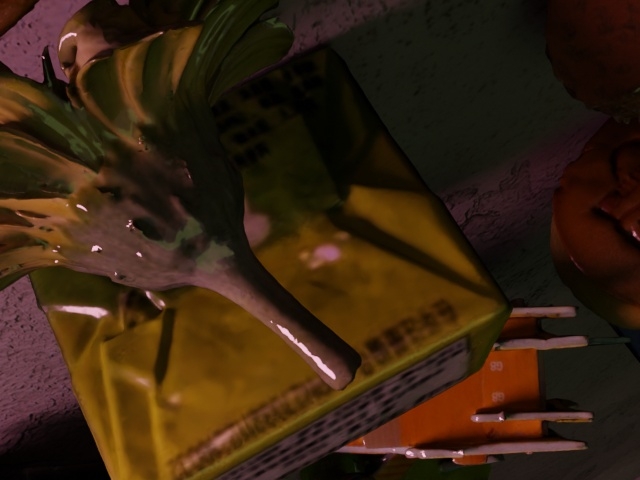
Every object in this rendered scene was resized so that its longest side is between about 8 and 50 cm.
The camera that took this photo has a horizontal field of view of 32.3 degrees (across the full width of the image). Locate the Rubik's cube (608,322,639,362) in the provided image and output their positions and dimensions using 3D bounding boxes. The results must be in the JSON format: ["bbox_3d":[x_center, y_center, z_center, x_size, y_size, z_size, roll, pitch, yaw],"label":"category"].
[{"bbox_3d":[0.638,0.085,1.519,0.313,0.318,0.316,-10,142,-33],"label":"Rubik's cube"}]

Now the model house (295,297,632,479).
[{"bbox_3d":[0.192,0.173,1.191,0.358,0.242,0.313,5,172,-44],"label":"model house"}]

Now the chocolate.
[{"bbox_3d":[-0.049,0.038,0.853,0.301,0.288,0.137,-28,146,-5],"label":"chocolate"}]

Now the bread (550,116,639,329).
[{"bbox_3d":[0.379,-0.019,1.197,0.270,0.269,0.148,-25,158,-11],"label":"bread"}]

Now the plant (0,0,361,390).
[{"bbox_3d":[-0.106,-0.047,0.727,0.297,0.261,0.306,29,113,-23],"label":"plant"}]

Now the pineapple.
[{"bbox_3d":[0.318,-0.187,1.032,0.158,0.158,0.279,-48,159,26],"label":"pineapple"}]

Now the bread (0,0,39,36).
[{"bbox_3d":[-0.259,-0.148,0.557,0.250,0.133,0.179,-23,153,-12],"label":"bread"}]

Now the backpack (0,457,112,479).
[{"bbox_3d":[-0.198,0.356,1.166,0.446,0.254,0.363,2,151,7],"label":"backpack"}]
